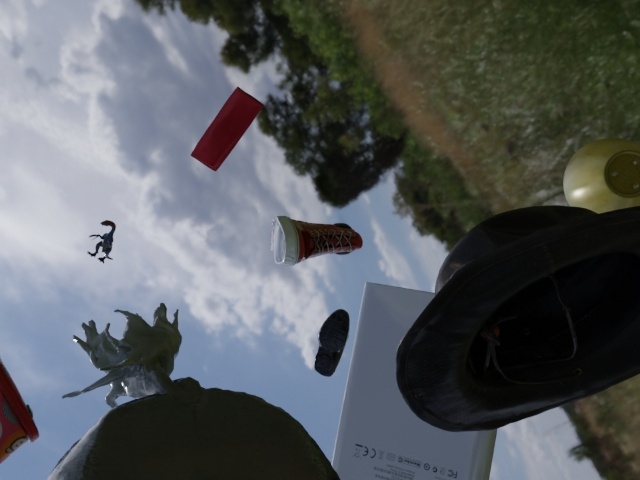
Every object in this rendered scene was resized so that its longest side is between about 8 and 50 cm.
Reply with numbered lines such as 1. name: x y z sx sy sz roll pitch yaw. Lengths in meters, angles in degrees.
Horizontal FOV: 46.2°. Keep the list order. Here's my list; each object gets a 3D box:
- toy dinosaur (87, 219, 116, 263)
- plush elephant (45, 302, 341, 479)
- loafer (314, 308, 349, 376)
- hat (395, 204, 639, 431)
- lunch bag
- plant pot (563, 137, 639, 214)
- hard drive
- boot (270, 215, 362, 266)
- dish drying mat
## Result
1. toy dinosaur: -0.406 -0.002 1.412 0.047 0.082 0.090 34 -173 2
2. plush elephant: -0.089 0.222 0.393 0.271 0.256 0.330 2 -155 -24
3. loafer: 0.028 0.205 1.573 0.062 0.170 0.061 26 -145 11
4. hat: 0.216 0.047 0.732 0.331 0.331 0.134 49 -163 -43
5. lunch bag: -0.570 0.198 1.163 0.293 0.120 0.258 17 134 48
6. plant pot: 0.423 -0.088 1.063 0.134 0.134 0.095 62 -177 6
7. hard drive: 0.124 0.220 0.959 0.040 0.203 0.308 22 -103 -60
8. boot: 0.000 0.000 1.395 0.244 0.176 0.088 -128 42 -81
9. dish drying mat: -0.091 -0.108 0.731 0.032 0.083 0.008 34 -163 -13
